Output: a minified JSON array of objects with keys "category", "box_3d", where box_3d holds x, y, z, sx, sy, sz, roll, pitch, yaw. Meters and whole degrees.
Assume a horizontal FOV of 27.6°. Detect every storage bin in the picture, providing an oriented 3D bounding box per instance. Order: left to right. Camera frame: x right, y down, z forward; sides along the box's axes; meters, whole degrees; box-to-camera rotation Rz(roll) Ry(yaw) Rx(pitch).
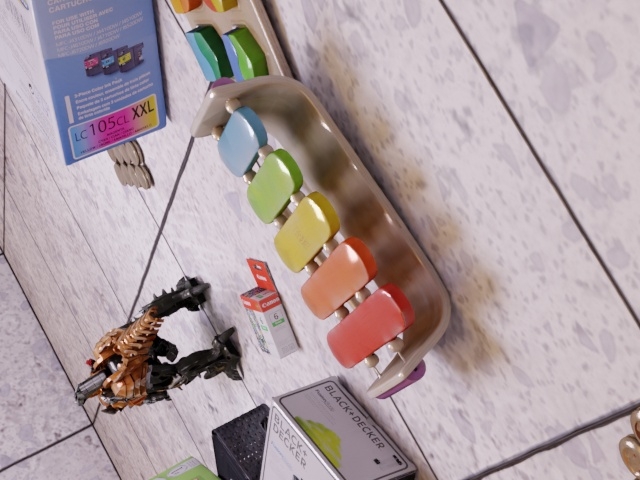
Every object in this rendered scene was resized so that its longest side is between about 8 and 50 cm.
[{"category":"storage bin","box_3d":[-0.081,0.329,1.799,0.122,0.084,0.180,48,154,36]}]

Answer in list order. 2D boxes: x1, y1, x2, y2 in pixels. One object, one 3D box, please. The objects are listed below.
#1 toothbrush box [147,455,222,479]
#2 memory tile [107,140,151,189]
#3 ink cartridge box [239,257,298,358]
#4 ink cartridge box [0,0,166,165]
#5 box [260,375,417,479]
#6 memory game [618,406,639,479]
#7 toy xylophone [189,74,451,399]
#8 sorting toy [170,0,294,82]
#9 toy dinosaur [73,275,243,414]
[{"category":"toothbrush box","box_3d":[-0.245,0.439,1.800,0.206,0.283,0.122,16,129,63]},{"category":"memory tile","box_3d":[-0.278,-0.127,1.842,0.148,0.012,0.113,13,126,65]},{"category":"ink cartridge box","box_3d":[-0.068,0.081,1.551,0.063,0.029,0.115,11,125,66]},{"category":"ink cartridge box","box_3d":[-0.315,-0.320,1.503,0.270,0.151,0.395,50,157,32]},{"category":"box","box_3d":[0.006,0.319,1.479,0.169,0.087,0.290,47,139,39]},{"category":"memory game","box_3d":[0.269,0.193,0.892,0.186,0.012,0.186,50,156,32]},{"category":"toy xylophone","box_3d":[0.000,0.000,1.192,0.322,0.081,0.236,53,159,13]},{"category":"sorting toy","box_3d":[-0.100,-0.217,1.265,0.193,0.038,0.208,19,131,63]},{"category":"toy dinosaur","box_3d":[-0.232,0.164,1.777,0.164,0.218,0.322,67,160,-6]}]
